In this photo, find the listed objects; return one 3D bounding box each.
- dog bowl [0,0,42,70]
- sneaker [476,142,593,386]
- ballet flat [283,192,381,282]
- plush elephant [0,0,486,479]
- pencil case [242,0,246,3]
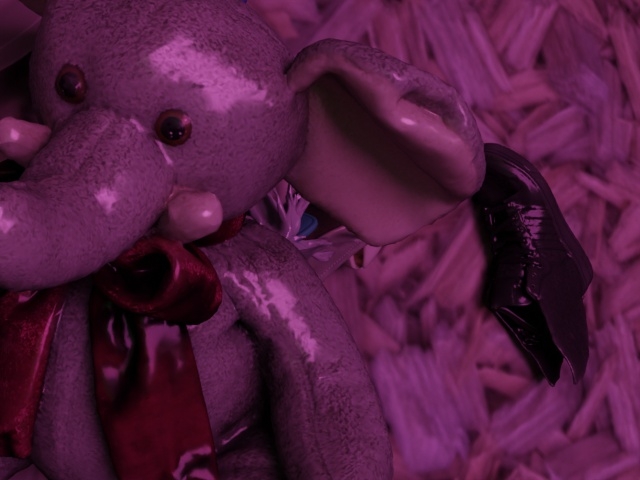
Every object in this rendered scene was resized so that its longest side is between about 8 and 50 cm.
[{"bbox_3d":[-0.227,-0.238,0.529,0.348,0.102,0.349,-21,118,-44],"label":"dog bowl"},{"bbox_3d":[0.149,0.017,0.863,0.170,0.051,0.089,52,51,-16],"label":"sneaker"},{"bbox_3d":[0.000,0.000,0.769,0.213,0.072,0.068,-35,126,-34],"label":"ballet flat"},{"bbox_3d":[-0.080,0.003,0.522,0.271,0.255,0.330,16,47,17],"label":"plush elephant"},{"bbox_3d":[-0.082,-0.216,0.724,0.133,0.119,0.306,21,67,-34],"label":"pencil case"}]
